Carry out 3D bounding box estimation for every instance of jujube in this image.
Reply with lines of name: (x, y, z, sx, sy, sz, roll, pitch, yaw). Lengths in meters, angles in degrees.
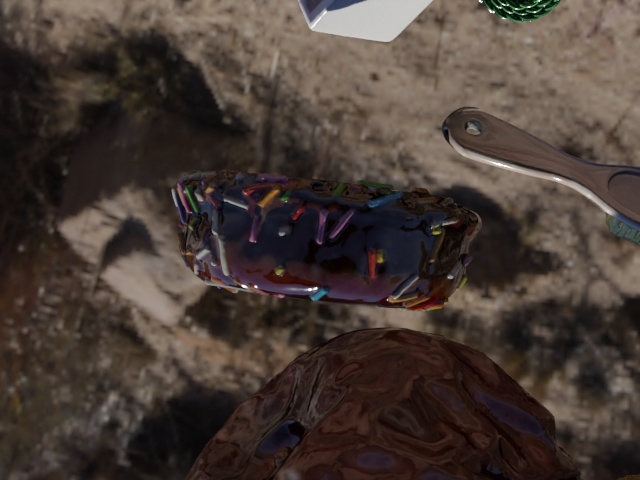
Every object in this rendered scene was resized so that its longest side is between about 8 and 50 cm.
jujube: (0.048, 0.163, 0.594, 0.232, 0.213, 0.213, 41, 143, -18)

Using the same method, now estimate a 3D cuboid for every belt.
belt: (0.219, -0.322, 1.519, 0.151, 0.079, 0.121, 44, 134, -4)

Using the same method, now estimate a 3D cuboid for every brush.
brush: (0.252, -0.039, 1.237, 0.312, 0.072, 0.067, 22, 143, 6)

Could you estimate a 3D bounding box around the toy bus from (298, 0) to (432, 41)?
toy bus: (0.078, -0.290, 1.047, 0.113, 0.139, 0.301, 1, 151, -35)

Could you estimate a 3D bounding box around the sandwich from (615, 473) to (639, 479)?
sandwich: (0.255, 0.372, 1.246, 0.087, 0.226, 0.251, 9, 136, -27)

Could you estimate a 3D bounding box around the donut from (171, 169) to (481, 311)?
donut: (0.000, 0.000, 0.999, 0.235, 0.089, 0.235, 7, 180, 0)
